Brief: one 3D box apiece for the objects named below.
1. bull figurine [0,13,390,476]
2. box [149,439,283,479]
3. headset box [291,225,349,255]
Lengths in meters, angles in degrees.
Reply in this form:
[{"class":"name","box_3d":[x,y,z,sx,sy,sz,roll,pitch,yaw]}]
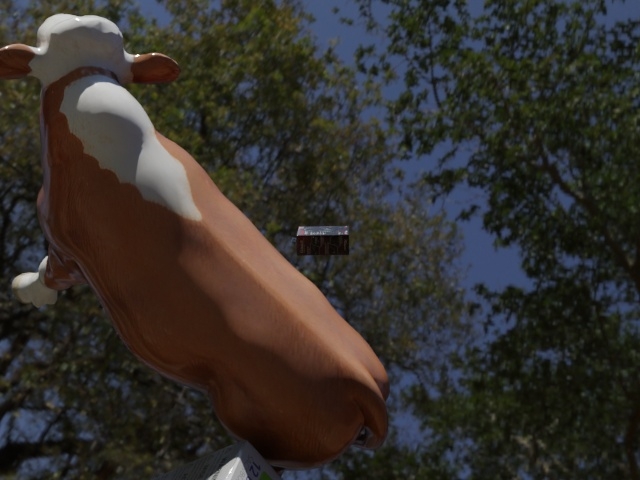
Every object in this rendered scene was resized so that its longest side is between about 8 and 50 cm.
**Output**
[{"class":"bull figurine","box_3d":[-0.091,0.017,0.521,0.310,0.101,0.188,49,-37,11]},{"class":"box","box_3d":[-0.029,0.222,0.459,0.103,0.114,0.203,-29,-73,31]},{"class":"headset box","box_3d":[0.000,0.000,1.302,0.083,0.062,0.032,0,-77,2]}]
